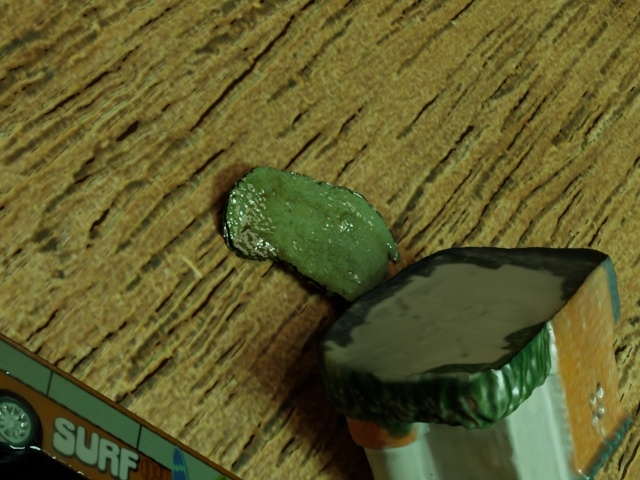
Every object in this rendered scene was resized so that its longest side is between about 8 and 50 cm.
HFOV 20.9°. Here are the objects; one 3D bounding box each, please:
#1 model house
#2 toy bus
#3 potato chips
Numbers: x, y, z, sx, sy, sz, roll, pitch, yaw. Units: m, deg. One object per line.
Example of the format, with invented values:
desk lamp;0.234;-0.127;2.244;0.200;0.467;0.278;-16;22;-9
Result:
model house;0.149;0.180;1.493;0.271;0.190;0.301;-37;117;-54
toy bus;-0.141;0.182;1.228;0.409;0.093;0.092;36;39;-28
potato chips;0.000;0.000;1.522;0.209;0.026;0.142;-9;72;-50
